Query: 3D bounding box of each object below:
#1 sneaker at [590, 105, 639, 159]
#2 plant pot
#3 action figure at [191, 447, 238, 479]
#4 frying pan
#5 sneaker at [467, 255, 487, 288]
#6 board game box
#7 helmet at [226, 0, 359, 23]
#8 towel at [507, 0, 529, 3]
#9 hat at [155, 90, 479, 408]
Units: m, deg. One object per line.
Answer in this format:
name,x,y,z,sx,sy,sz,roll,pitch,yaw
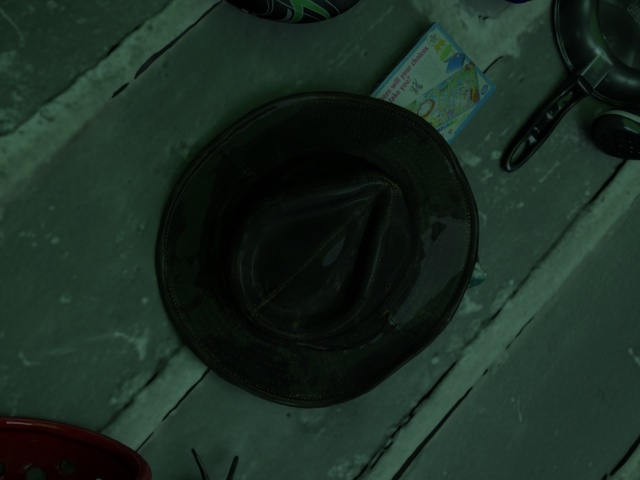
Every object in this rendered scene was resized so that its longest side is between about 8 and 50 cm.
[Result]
sneaker,0.418,-0.149,1.024,0.234,0.084,0.097,5,81,-27
plant pot,-0.254,0.260,0.725,0.191,0.191,0.174,11,94,-19
action figure,-0.115,0.346,0.795,0.164,0.141,0.276,18,84,-33
frying pan,0.316,-0.234,1.001,0.326,0.053,0.197,-27,98,-21
sneaker,0.097,0.013,0.922,0.166,0.065,0.076,4,68,-19
board game box,0.110,-0.148,0.935,0.103,0.026,0.154,44,77,-14
helmet,-0.022,-0.289,0.817,0.169,0.161,0.169,0,90,-19
towel,0.141,-0.333,0.846,0.308,0.227,0.076,24,95,-19
hat,0.000,0.000,0.803,0.331,0.134,0.331,0,86,-2
